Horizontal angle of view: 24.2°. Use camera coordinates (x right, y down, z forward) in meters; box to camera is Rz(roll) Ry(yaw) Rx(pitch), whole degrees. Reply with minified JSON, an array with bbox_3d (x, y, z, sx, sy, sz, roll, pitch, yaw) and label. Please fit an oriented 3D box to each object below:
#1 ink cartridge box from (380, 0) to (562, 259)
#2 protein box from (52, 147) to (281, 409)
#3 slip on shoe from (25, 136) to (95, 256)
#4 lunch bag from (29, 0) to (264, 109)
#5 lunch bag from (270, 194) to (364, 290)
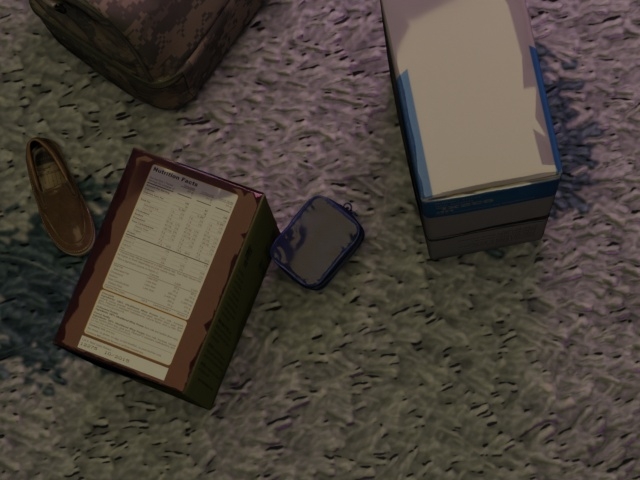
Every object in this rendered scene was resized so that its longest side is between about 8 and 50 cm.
[{"bbox_3d":[0.139,-0.121,1.427,0.129,0.307,0.223,-12,79,3],"label":"ink cartridge box"},{"bbox_3d":[-0.144,0.043,1.465,0.136,0.200,0.201,21,81,7],"label":"protein box"},{"bbox_3d":[-0.277,-0.047,1.571,0.051,0.041,0.135,-19,79,0],"label":"slip on shoe"},{"bbox_3d":[-0.159,-0.320,1.507,0.212,0.256,0.305,36,83,9],"label":"lunch bag"},{"bbox_3d":[0.000,0.000,1.534,0.067,0.065,0.098,41,89,8],"label":"lunch bag"}]
